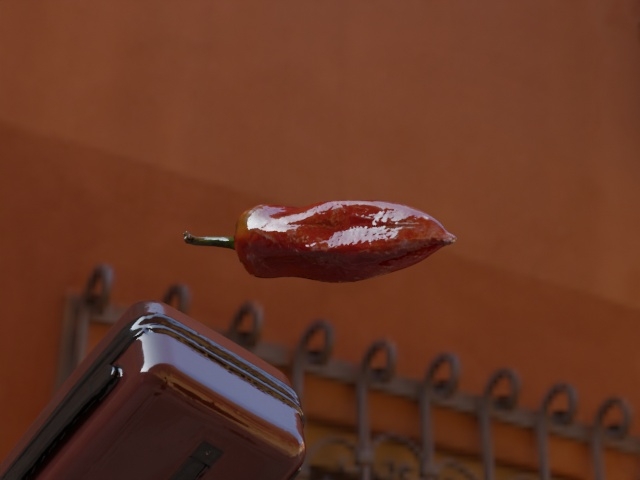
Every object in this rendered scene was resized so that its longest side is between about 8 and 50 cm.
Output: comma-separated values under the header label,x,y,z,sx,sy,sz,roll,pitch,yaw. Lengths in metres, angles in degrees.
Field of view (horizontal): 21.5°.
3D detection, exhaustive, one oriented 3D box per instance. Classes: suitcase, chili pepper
label,x,y,z,sx,sy,sz,roll,pitch,yaw
suitcase,-0.178,0.229,1.727,0.236,0.161,0.297,32,-70,-26
chili pepper,0.001,0.000,1.083,0.191,0.059,0.050,0,-48,27
